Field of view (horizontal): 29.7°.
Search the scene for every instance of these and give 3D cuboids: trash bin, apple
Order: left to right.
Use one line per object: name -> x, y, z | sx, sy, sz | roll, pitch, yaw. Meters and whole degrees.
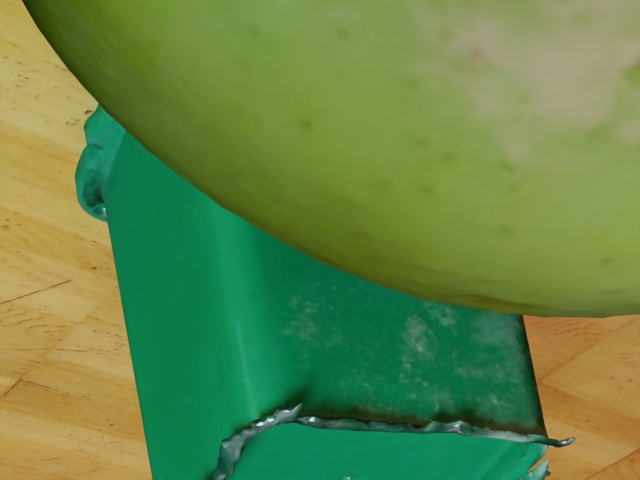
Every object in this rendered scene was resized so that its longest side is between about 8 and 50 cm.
trash bin -> 0.000, 0.000, 0.771 | 0.259, 0.381, 0.295 | 6, 138, -23
apple -> 0.076, -0.200, 0.501 | 0.474, 0.473, 0.473 | -7, 142, -6
